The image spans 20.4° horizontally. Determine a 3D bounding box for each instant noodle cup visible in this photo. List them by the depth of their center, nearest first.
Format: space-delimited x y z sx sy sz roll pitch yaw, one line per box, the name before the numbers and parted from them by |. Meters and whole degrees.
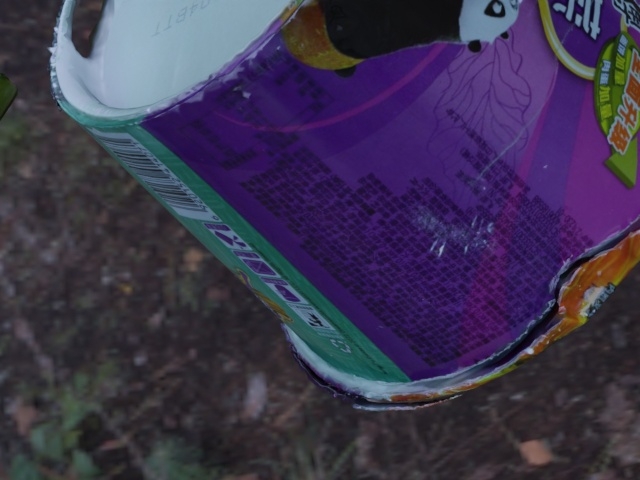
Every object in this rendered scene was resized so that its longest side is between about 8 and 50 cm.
instant noodle cup | 0.014 -0.079 0.771 0.251 0.190 0.251 -29 41 29

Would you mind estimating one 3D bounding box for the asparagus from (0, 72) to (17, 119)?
asparagus | -0.088 0.022 0.293 0.018 0.015 0.127 25 70 16
